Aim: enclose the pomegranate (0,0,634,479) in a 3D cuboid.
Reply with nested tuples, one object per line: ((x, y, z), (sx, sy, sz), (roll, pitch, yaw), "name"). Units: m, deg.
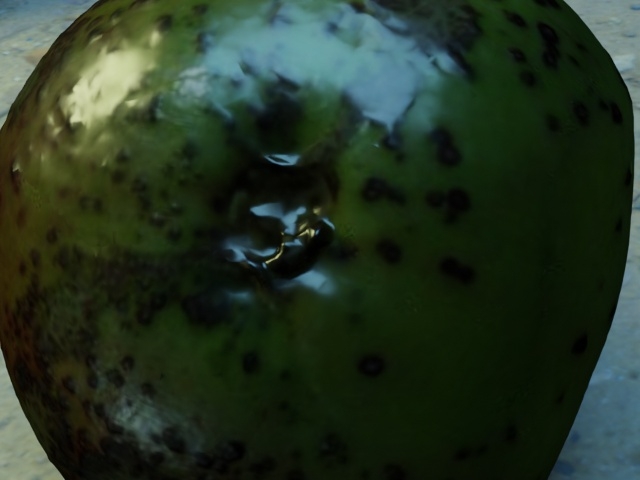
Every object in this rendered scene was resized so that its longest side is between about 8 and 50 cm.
((0.000, 0.000, 0.754), (0.285, 0.285, 0.341), (3, 2, 7), "pomegranate")
